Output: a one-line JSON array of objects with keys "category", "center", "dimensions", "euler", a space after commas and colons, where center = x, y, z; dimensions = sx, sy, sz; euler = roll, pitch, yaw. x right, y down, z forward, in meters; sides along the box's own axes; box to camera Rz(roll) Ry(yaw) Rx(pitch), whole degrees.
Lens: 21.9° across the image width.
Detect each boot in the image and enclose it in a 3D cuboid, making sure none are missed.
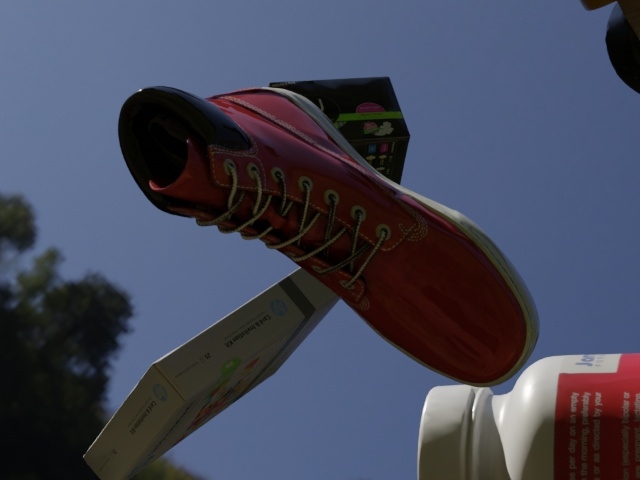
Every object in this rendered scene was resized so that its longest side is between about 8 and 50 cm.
[{"category": "boot", "center": [0.000, 0.000, 0.919], "dimensions": [0.244, 0.176, 0.088], "euler": [40, -72, 19]}]

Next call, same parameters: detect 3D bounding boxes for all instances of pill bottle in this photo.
[{"category": "pill bottle", "center": [0.306, 0.217, 1.524], "dimensions": [0.407, 0.229, 0.229], "euler": [-2, -57, 15]}]

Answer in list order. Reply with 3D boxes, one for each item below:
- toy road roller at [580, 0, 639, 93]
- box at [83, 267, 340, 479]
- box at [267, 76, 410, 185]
[{"category": "toy road roller", "center": [0.324, -0.270, 1.215], "dimensions": [0.240, 0.329, 0.202], "euler": [57, -12, -7]}, {"category": "box", "center": [-0.074, 0.094, 1.212], "dimensions": [0.038, 0.186, 0.145], "euler": [49, -43, 10]}, {"category": "box", "center": [0.009, -0.068, 1.085], "dimensions": [0.083, 0.062, 0.052], "euler": [-5, -43, -13]}]
